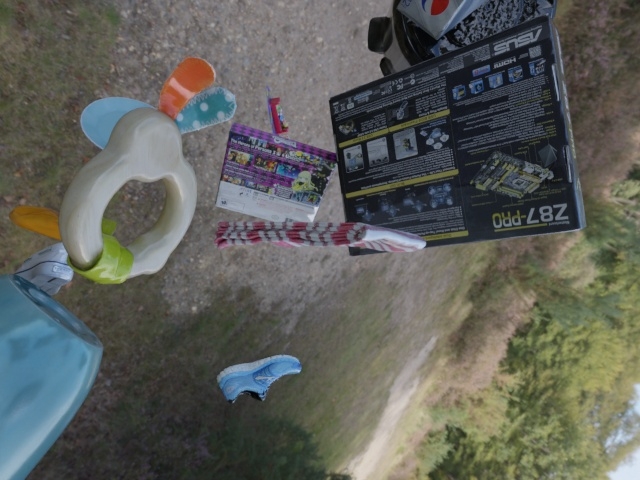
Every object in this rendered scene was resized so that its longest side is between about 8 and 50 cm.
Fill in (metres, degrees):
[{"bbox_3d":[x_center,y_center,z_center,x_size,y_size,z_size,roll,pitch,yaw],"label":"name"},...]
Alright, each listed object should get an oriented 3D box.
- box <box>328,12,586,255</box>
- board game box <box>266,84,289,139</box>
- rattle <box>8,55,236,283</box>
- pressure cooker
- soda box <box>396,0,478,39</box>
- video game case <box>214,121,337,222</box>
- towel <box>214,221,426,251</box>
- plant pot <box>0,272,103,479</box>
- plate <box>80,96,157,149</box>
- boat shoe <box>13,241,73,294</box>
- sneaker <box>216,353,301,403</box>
[{"bbox_3d":[0.213,-0.148,0.750,0.097,0.395,0.318,-4,86,-54],"label":"box"},{"bbox_3d":[-0.102,-0.314,1.092,0.033,0.133,0.168,-8,172,3],"label":"board game box"},{"bbox_3d":[-0.175,-0.074,0.380,0.130,0.143,0.199,2,113,-48],"label":"rattle"},{"bbox_3d":[0.341,-0.544,1.120,0.375,0.370,0.420,-43,-175,9],"label":"pressure cooker"},{"bbox_3d":[0.249,-0.456,0.748,0.286,0.091,0.098,-47,176,-37],"label":"soda box"},{"bbox_3d":[-0.103,-0.132,0.957,0.042,0.232,0.210,-87,-165,-46],"label":"video game case"},{"bbox_3d":[0.000,0.000,0.472,0.144,0.197,0.029,5,87,-55],"label":"towel"},{"bbox_3d":[-0.483,0.193,0.640,0.235,0.293,0.293,-49,153,-20],"label":"plant pot"},{"bbox_3d":[-0.422,-0.244,0.949,0.188,0.188,0.024,-27,161,-39],"label":"plate"},{"bbox_3d":[-0.551,0.059,0.870,0.083,0.226,0.075,32,54,-46],"label":"boat shoe"},{"bbox_3d":[-0.110,0.265,0.812,0.162,0.073,0.063,-9,151,-25],"label":"sneaker"}]
